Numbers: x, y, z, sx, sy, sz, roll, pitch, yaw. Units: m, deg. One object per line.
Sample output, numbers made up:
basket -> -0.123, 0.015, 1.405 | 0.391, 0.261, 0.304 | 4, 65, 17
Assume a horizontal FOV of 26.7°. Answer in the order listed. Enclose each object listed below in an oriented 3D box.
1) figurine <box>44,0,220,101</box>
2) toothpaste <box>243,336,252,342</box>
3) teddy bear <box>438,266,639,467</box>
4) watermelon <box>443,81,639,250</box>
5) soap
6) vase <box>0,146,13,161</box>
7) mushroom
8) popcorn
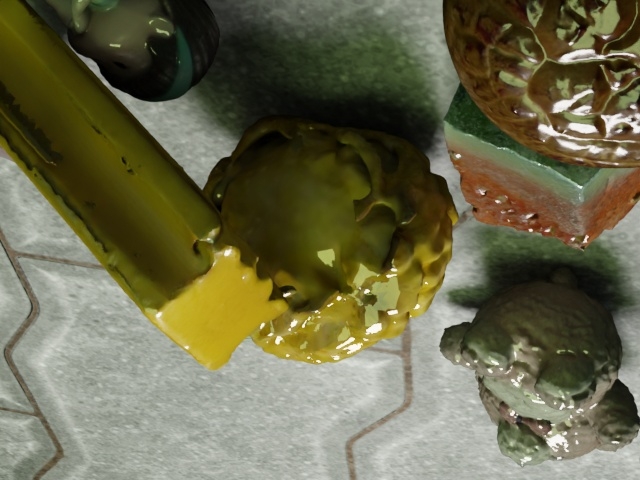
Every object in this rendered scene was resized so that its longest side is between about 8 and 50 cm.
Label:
figurine -> -0.181, -0.215, 1.102 | 0.245, 0.110, 0.138 | 51, 174, -39
toothpaste -> -0.059, 0.106, 1.627 | 0.197, 0.029, 0.048 | -6, 146, 26
teddy bear -> 0.238, 0.147, 1.448 | 0.236, 0.151, 0.267 | 28, 151, 21
watermelon -> 0.204, -0.062, 1.183 | 0.193, 0.139, 0.256 | 20, 157, 7
soap -> -0.177, -0.051, 1.126 | 0.324, 0.096, 0.204 | 46, 175, 22
vase -> -0.353, -0.139, 1.323 | 0.214, 0.086, 0.086 | 18, 149, 4
mushroom -> 0.208, -0.159, 0.954 | 0.253, 0.153, 0.253 | 7, 128, 9
popcorn -> 0.000, 0.000, 1.256 | 0.250, 0.250, 0.190 | -4, 179, 29
